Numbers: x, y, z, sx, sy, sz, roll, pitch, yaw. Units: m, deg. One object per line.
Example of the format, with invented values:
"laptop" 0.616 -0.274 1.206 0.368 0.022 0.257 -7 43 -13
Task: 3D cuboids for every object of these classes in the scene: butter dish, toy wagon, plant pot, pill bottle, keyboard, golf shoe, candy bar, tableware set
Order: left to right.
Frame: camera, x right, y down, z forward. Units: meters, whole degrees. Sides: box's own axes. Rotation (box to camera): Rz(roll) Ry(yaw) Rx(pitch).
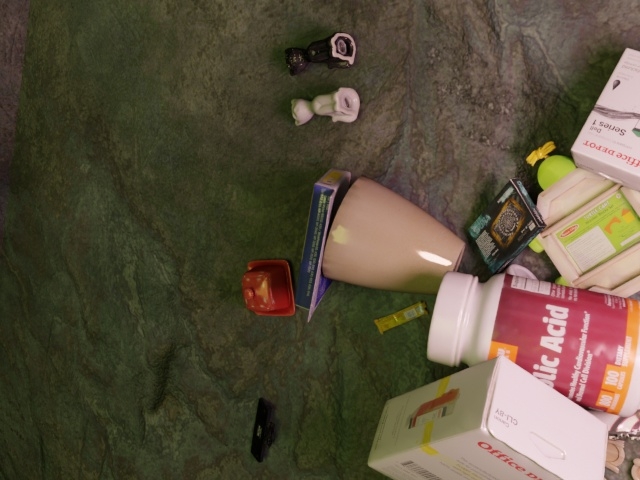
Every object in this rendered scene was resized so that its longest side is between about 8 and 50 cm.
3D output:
"butter dish" -0.165 0.139 1.947 0.159 0.118 0.160 -4 95 37
"keyboard" -0.163 0.570 2.083 0.100 0.038 0.192 36 121 54
"plant pot" 0.182 0.016 1.612 0.273 0.256 0.257 21 111 14
"candy bar" 0.200 0.192 1.744 0.161 0.018 0.040 -29 83 36
"pill bottle" 0.401 0.134 1.539 0.087 0.087 0.160 49 123 20
"pill bottle" 0.421 0.188 1.372 0.392 0.224 0.224 11 105 17
"toy wagon" 0.545 -0.050 1.413 0.267 0.068 0.344 -39 73 34
"tableware set" 0.630 0.502 1.473 0.141 0.020 0.169 21 109 33
"golf shoe" 0.648 0.339 1.396 0.272 0.105 0.120 -8 78 32

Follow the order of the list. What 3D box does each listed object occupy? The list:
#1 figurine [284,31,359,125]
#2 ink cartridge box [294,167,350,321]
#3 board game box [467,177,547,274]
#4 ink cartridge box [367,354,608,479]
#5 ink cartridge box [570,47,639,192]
"figurine" -0.009 -0.397 1.768 0.209 0.092 0.215 2 100 45
"ink cartridge box" 0.000 0.000 1.688 0.072 0.307 0.304 13 107 10
"board game box" 0.395 -0.027 1.499 0.126 0.026 0.186 68 149 27
"ink cartridge box" 0.319 0.402 1.376 0.279 0.160 0.384 33 145 -12
"ink cartridge box" 0.587 -0.217 1.291 0.160 0.092 0.220 28 90 30
